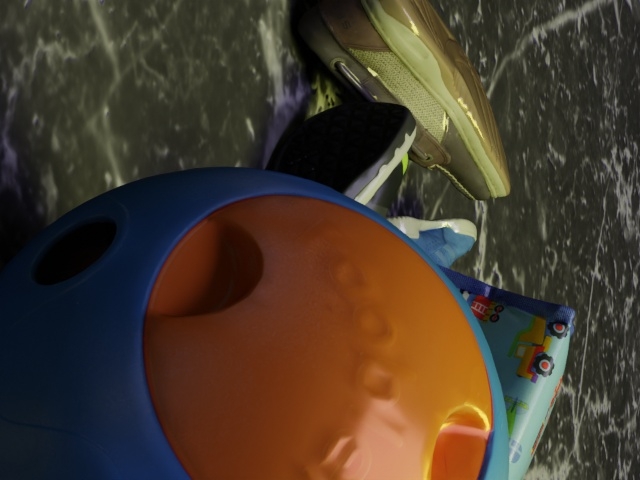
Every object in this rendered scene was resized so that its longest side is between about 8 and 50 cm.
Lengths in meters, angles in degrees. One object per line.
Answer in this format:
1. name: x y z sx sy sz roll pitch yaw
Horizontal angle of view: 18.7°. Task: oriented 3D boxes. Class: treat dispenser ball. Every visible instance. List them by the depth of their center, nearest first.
1. treat dispenser ball: -0.049 0.107 0.979 0.288 0.288 0.288 3 90 -67

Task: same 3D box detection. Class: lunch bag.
1. lunch bag: 0.113 0.178 1.535 0.221 0.138 0.293 -64 159 -16

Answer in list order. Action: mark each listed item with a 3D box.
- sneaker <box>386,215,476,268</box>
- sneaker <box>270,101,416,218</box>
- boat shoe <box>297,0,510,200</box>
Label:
1. sneaker: 0.082 0.025 1.569 0.152 0.058 0.084 2 85 -63
2. sneaker: 0.000 0.000 1.360 0.234 0.084 0.097 -57 145 -35
3. boat shoe: 0.068 -0.112 1.485 0.285 0.092 0.103 48 24 -55
